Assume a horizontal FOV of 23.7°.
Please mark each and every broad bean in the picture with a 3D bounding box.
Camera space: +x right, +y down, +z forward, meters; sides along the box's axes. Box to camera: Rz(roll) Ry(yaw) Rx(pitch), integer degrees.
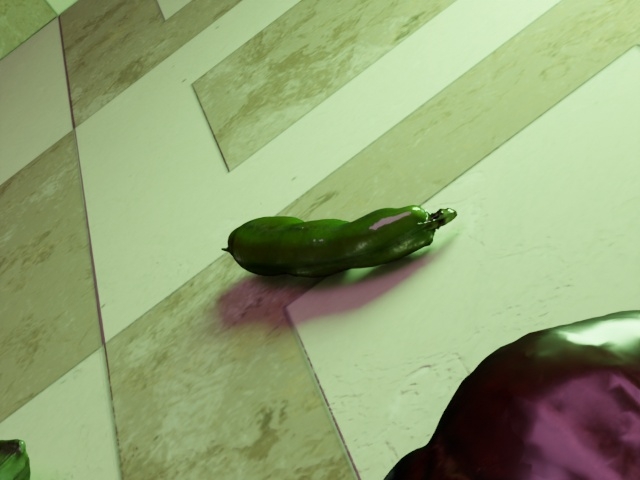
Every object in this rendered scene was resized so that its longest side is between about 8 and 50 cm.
[{"bbox_3d":[-0.002,0.003,1.174,0.254,0.046,0.065,-6,33,49],"label":"broad bean"}]

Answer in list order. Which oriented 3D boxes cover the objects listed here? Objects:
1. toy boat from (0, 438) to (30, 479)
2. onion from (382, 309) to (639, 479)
[{"bbox_3d":[-0.313,0.200,1.255,0.293,0.055,0.093,-9,36,50],"label":"toy boat"},{"bbox_3d":[0.110,0.165,0.515,0.281,0.221,0.281,-157,90,-77],"label":"onion"}]
